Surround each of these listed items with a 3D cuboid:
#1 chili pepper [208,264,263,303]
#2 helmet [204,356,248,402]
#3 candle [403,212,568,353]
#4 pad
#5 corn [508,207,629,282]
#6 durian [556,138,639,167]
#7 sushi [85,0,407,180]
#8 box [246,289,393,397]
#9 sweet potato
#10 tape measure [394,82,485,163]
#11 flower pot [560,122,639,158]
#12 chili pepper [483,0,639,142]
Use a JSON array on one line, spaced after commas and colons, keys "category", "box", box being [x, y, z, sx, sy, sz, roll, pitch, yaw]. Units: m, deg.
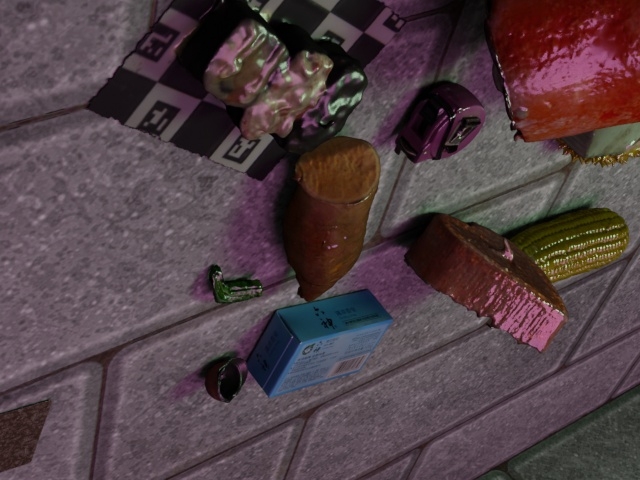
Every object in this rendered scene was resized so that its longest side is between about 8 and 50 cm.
[{"category": "chili pepper", "box": [-0.136, 0.070, 1.675, 0.118, 0.035, 0.055, 25, 100, -50]}, {"category": "helmet", "box": [-0.162, 0.229, 1.856, 0.084, 0.049, 0.065, -48, 128, -43]}, {"category": "candle", "box": [0.311, 0.066, 1.955, 0.317, 0.287, 0.131, 13, 117, -54]}, {"category": "pad", "box": [-0.504, 0.306, 1.599, 0.235, 0.003, 0.158, -14, 143, -40]}, {"category": "corn", "box": [0.479, 0.017, 2.242, 0.344, 0.131, 0.131, -15, 144, -38]}, {"category": "durian", "box": [0.507, -0.203, 1.983, 0.182, 0.165, 0.132, -54, 132, -42]}, {"category": "sushi", "box": [-0.045, -0.183, 1.332, 0.296, 0.100, 0.373, -47, 152, 13]}, {"category": "box", "box": [0.000, 0.176, 1.942, 0.232, 0.083, 0.143, -9, 140, -42]}, {"category": "sweet potato", "box": [0.003, 0.000, 1.645, 0.131, 0.131, 0.337, -23, 147, -28]}, {"category": "tape measure", "box": [0.183, -0.170, 1.661, 0.118, 0.074, 0.125, -12, 144, -43]}, {"category": "flower pot", "box": [0.422, -0.261, 1.695, 0.239, 0.190, 0.209, -6, 137, -47]}, {"category": "chili pepper", "box": [0.368, -0.257, 1.467, 0.229, 0.305, 0.251, -67, 150, -66]}]
